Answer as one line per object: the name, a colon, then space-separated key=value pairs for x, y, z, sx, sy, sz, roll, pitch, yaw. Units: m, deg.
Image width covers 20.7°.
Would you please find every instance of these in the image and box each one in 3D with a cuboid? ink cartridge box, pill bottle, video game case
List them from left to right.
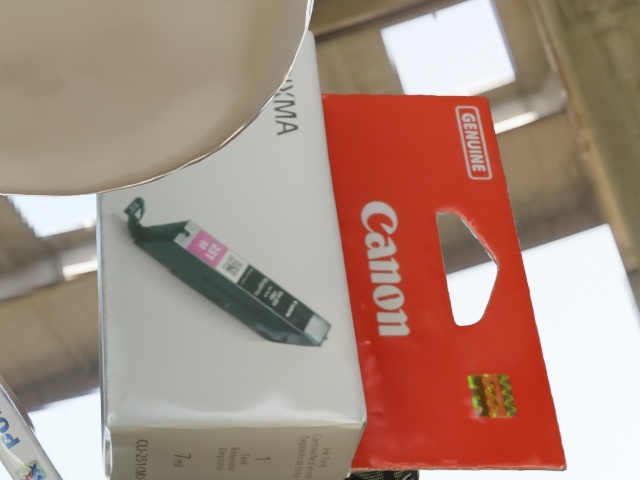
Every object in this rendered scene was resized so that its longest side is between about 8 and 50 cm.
video game case: x=-0.245 y=0.209 z=1.544 sx=0.036 sy=0.300 sz=0.329 roll=-34 pitch=-23 yaw=-10
pill bottle: x=-0.066 y=-0.171 z=0.525 sx=0.169 sy=0.301 sz=0.169 roll=5 pitch=-44 yaw=5
ink cartridge box: x=0.000 y=0.000 z=0.943 sx=0.239 sy=0.275 sz=0.060 roll=-1 pitch=-39 yaw=-8

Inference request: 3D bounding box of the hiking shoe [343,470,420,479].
hiking shoe: x=0.013 y=0.072 z=1.146 sx=0.086 sy=0.226 sz=0.114 roll=-20 pitch=-2 yaw=-18
